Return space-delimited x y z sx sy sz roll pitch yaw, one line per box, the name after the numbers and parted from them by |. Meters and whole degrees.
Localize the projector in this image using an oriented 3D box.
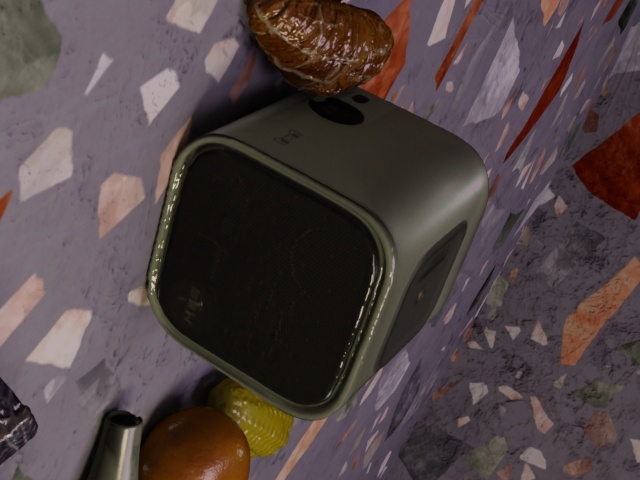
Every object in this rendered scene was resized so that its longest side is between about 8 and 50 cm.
0.000 0.000 1.122 0.249 0.248 0.248 -35 149 -54 | projector

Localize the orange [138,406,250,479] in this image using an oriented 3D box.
-0.159 0.277 1.317 0.156 0.124 0.156 -30 133 -39 | orange

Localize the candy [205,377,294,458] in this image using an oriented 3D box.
-0.102 0.232 1.451 0.199 0.094 0.106 55 54 -69 | candy

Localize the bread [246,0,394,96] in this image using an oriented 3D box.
0.005 -0.192 1.086 0.105 0.076 0.233 -28 163 29 | bread

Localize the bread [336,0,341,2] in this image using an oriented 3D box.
0.072 -0.336 1.075 0.269 0.095 0.139 -50 152 -21 | bread

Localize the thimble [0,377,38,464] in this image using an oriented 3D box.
-0.273 0.134 0.839 0.066 0.095 0.104 -42 -168 -24 | thimble

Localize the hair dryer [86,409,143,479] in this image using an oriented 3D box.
-0.262 0.284 1.158 0.225 0.088 0.219 26 86 -57 | hair dryer
